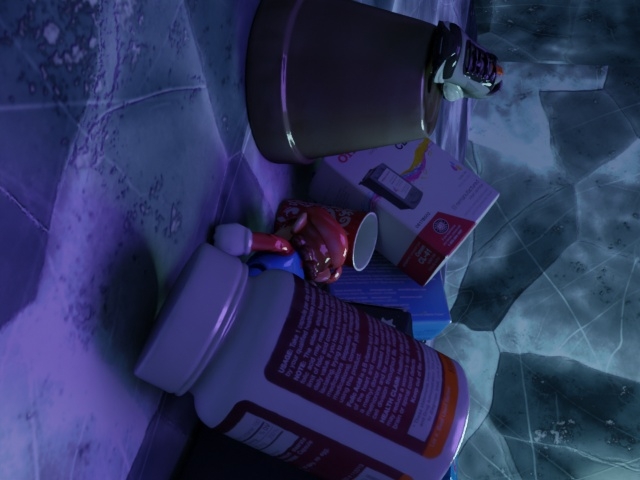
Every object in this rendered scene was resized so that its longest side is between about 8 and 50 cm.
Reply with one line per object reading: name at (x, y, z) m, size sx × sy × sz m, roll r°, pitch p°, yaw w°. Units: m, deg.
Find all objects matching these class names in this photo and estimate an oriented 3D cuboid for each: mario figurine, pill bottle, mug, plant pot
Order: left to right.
mario figurine at (-0.087, 0.054, 1.225) m, size 0.320 × 0.170 × 0.198 m, roll -42°, pitch 161°, yaw -41°
pill bottle at (-0.025, 0.174, 0.982) m, size 0.224 × 0.392 × 0.224 m, roll -56°, pitch -166°, yaw 21°
mug at (0.001, -0.009, 1.396) m, size 0.150 × 0.169 × 0.113 m, roll -46°, pitch 143°, yaw -48°
plant pot at (0.060, -0.283, 1.311) m, size 0.323 × 0.281 × 0.322 m, roll 7°, pitch 90°, yaw -71°

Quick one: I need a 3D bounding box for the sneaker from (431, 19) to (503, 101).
sneaker at (0.247, -0.297, 1.254) m, size 0.271 × 0.108 × 0.100 m, roll 4°, pitch 94°, yaw -71°

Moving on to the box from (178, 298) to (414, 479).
box at (-0.007, 0.430, 1.331) m, size 0.471 × 0.298 × 0.479 m, roll 82°, pitch 21°, yaw -43°

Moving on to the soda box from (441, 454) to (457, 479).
soda box at (0.220, 0.393, 1.408) m, size 0.210 × 0.067 × 0.071 m, roll -72°, pitch 150°, yaw -60°

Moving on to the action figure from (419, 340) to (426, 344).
action figure at (0.256, 0.308, 2.334) m, size 0.140 × 0.164 × 0.275 m, roll -82°, pitch -175°, yaw -51°

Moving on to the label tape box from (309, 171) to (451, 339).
label tape box at (0.105, 0.032, 1.551) m, size 0.115 × 0.249 × 0.347 m, roll 118°, pitch -33°, yaw -56°

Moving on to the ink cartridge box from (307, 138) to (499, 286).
ink cartridge box at (0.164, -0.093, 1.495) m, size 0.226 × 0.306 × 0.131 m, roll -46°, pitch 171°, yaw -33°
